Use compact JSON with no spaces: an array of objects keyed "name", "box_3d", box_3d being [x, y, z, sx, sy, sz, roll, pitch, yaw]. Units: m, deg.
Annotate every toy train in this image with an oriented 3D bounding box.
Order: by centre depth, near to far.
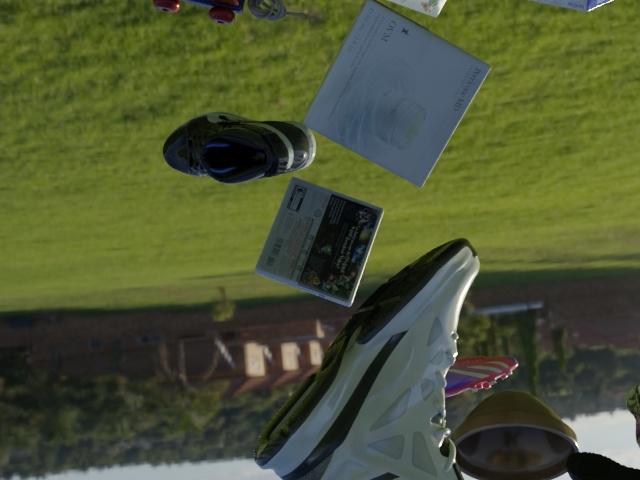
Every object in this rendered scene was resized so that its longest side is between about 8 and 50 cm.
[{"name":"toy train","box_3d":[-0.134,-0.389,1.388,0.247,0.105,0.143,11,177,-8]}]

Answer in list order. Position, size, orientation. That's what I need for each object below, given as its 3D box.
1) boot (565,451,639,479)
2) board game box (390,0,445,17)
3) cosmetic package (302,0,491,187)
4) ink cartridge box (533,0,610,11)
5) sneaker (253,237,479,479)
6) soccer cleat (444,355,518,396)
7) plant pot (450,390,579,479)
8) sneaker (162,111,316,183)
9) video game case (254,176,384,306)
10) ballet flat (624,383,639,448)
[{"name":"boot","box_3d":[0.348,0.305,1.102,0.121,0.045,0.099,12,136,18]},{"name":"board game box","box_3d":[0.099,-0.569,1.878,0.303,0.224,0.098,2,125,-49]},{"name":"cosmetic package","box_3d":[0.121,-0.244,1.514,0.224,0.224,0.138,27,-164,-7]},{"name":"ink cartridge box","box_3d":[0.437,-0.476,1.729,0.097,0.046,0.207,-27,-143,-33]},{"name":"sneaker","box_3d":[0.133,0.219,1.312,0.447,0.257,0.169,-48,-173,-22]},{"name":"soccer cleat","box_3d":[0.281,0.271,1.891,0.247,0.095,0.083,-20,164,-6]},{"name":"plant pot","box_3d":[0.365,0.363,1.759,0.237,0.110,0.237,4,138,4]},{"name":"sneaker","box_3d":[-0.126,-0.108,1.087,0.216,0.079,0.121,1,-168,31]},{"name":"video game case","box_3d":[0.000,0.000,1.588,0.173,0.191,0.022,20,156,2]},{"name":"ballet flat","box_3d":[0.475,0.236,1.306,0.076,0.079,0.221,13,-165,12]}]
